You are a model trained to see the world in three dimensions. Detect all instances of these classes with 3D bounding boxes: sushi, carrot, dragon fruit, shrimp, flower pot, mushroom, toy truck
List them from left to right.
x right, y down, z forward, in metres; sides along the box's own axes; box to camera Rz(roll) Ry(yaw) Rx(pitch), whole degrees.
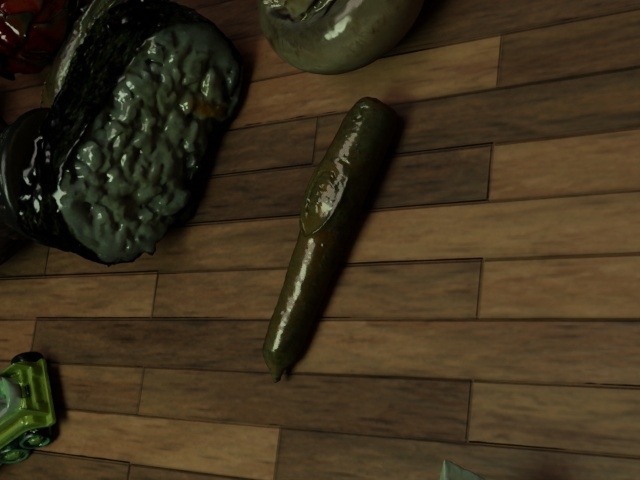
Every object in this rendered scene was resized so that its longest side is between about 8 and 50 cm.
[{"bbox_3d":[-0.489,0.258,1.550,0.260,0.135,0.128,-38,55,30],"label":"toy truck"},{"bbox_3d":[-0.471,-0.076,1.566,0.267,0.267,0.266,-3,74,30],"label":"flower pot"},{"bbox_3d":[-0.458,-0.337,1.686,0.182,0.182,0.188,45,125,40],"label":"dragon fruit"},{"bbox_3d":[-0.333,-0.237,1.626,0.173,0.058,0.253,40,107,33],"label":"shrimp"},{"bbox_3d":[-0.245,-0.140,1.421,0.171,0.211,0.350,21,85,47],"label":"sushi"},{"bbox_3d":[0.000,0.000,1.255,0.070,0.070,0.342,25,94,42],"label":"carrot"},{"bbox_3d":[0.014,-0.302,1.261,0.226,0.178,0.226,-25,55,42],"label":"mushroom"}]

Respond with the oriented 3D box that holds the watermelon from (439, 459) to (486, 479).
[{"bbox_3d":[0.146,0.348,0.960,0.256,0.176,0.260,-4,52,32],"label":"watermelon"}]
